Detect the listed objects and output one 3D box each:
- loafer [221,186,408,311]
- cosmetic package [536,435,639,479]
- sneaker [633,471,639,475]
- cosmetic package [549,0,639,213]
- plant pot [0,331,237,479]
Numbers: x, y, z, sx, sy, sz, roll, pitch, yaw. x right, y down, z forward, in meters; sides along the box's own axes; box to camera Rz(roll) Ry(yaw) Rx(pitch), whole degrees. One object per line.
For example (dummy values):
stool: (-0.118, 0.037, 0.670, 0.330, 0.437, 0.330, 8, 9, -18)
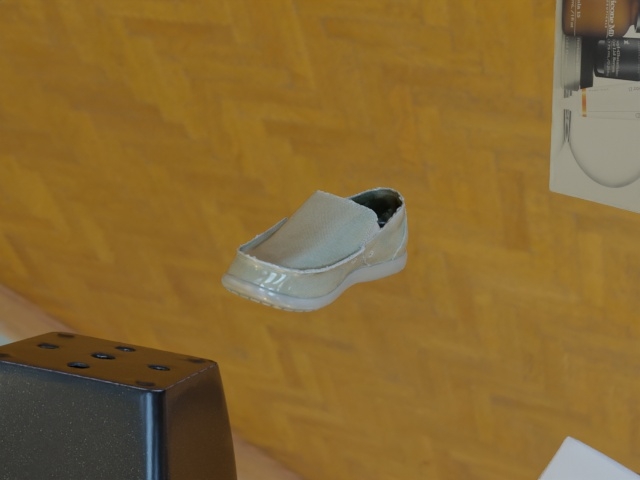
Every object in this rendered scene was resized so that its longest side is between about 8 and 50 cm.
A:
loafer: (0.000, 0.000, 1.192, 0.102, 0.268, 0.092, 18, 110, 28)
cosmetic package: (0.230, 0.270, 0.697, 0.197, 0.155, 0.365, 31, 172, 37)
sneaker: (0.354, 0.191, 0.989, 0.269, 0.153, 0.101, 9, -172, 41)
cosmetic package: (0.311, -0.205, 0.991, 0.284, 0.097, 0.377, 21, 114, 61)
plant pot: (-0.153, 0.157, 0.798, 0.188, 0.167, 0.187, 10, -175, 12)
